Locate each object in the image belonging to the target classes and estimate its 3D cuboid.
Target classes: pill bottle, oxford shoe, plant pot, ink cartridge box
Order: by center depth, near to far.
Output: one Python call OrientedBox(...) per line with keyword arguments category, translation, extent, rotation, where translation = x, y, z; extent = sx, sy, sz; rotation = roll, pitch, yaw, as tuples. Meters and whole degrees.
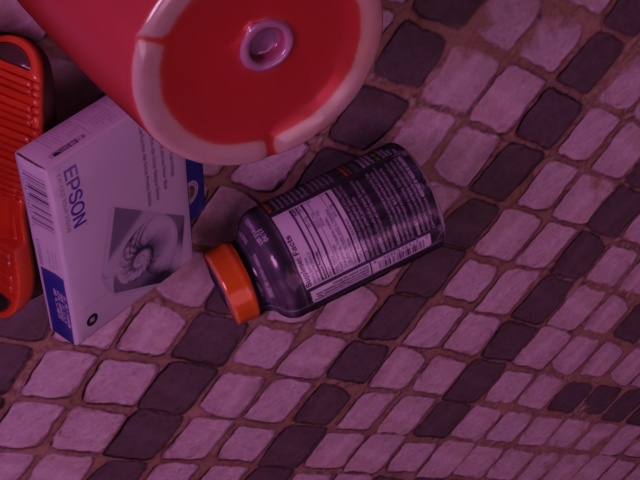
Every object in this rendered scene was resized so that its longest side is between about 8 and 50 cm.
OrientedBox(category="plant pot", translation=(-0.091, -0.204, 0.855), extent=(0.275, 0.243, 0.274), rotation=(-19, 137, -18))
OrientedBox(category="oxford shoe", translation=(-0.270, -0.065, 1.014), extent=(0.098, 0.097, 0.271), rotation=(-37, 148, -53))
OrientedBox(category="ink cartridge box", translation=(-0.171, -0.044, 1.039), extent=(0.224, 0.045, 0.223), rotation=(-42, 149, -35))
OrientedBox(category="pill bottle", translation=(0.000, 0.000, 1.206), extent=(0.246, 0.130, 0.130), rotation=(-25, 139, -9))
